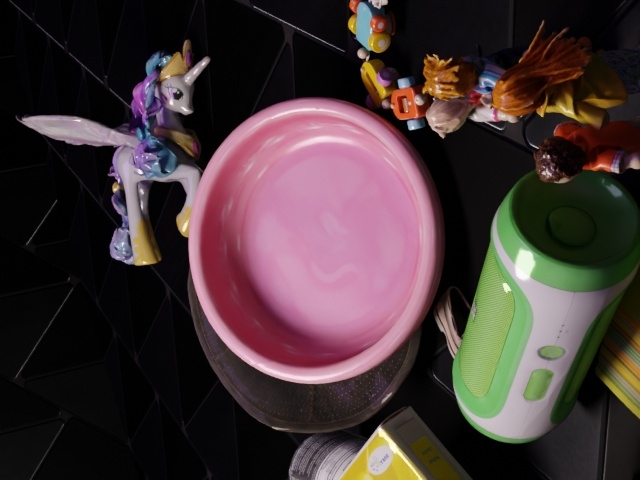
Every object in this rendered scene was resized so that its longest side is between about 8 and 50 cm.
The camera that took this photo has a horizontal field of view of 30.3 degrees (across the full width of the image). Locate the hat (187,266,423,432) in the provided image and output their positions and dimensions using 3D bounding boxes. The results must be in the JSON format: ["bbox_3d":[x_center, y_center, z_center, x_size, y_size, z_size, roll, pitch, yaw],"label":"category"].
[{"bbox_3d":[-0.005,0.083,1.522,0.134,0.331,0.331,15,-125,-68],"label":"hat"}]

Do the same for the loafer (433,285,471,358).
[{"bbox_3d":[0.162,0.102,1.300,0.125,0.045,0.039,-120,35,-42],"label":"loafer"}]

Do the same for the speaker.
[{"bbox_3d":[0.194,0.065,1.053,0.296,0.131,0.131,95,153,-53],"label":"speaker"}]

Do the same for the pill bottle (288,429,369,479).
[{"bbox_3d":[0.060,0.327,1.544,0.246,0.130,0.130,-176,75,-67],"label":"pill bottle"}]

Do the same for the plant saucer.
[{"bbox_3d":[0.000,0.000,1.395,0.332,0.084,0.332,0,89,28],"label":"plant saucer"}]

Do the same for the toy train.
[{"bbox_3d":[0.085,-0.204,1.320,0.125,0.046,0.166,-8,97,66],"label":"toy train"}]

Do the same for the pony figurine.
[{"bbox_3d":[-0.306,-0.142,2.053,0.351,0.303,0.363,-7,93,35],"label":"pony figurine"}]

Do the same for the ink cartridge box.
[{"bbox_3d":[0.121,0.386,1.334,0.307,0.072,0.303,51,138,19],"label":"ink cartridge box"}]

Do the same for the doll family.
[{"bbox_3d":[0.177,-0.132,0.977,0.263,0.163,0.118,-145,47,-59],"label":"doll family"}]

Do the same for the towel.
[{"bbox_3d":[0.293,0.056,0.994,0.102,0.021,0.237,50,145,43],"label":"towel"}]
